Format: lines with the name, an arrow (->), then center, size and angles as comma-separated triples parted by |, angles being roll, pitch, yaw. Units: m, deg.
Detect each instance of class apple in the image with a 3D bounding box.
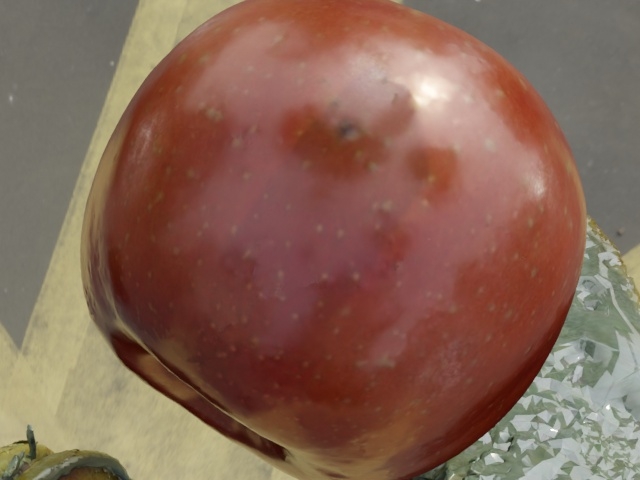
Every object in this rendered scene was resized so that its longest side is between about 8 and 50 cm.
apple -> 0.000, 0.000, 0.498 | 0.260, 0.260, 0.216 | 32, 73, 1

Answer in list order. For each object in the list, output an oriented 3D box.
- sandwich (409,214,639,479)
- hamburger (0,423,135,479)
sandwich -> 0.142, 0.113, 0.671 | 0.262, 0.131, 0.325 | -13, 46, -22
hamburger -> -0.212, 0.220, 0.679 | 0.177, 0.113, 0.185 | -11, 100, -58
